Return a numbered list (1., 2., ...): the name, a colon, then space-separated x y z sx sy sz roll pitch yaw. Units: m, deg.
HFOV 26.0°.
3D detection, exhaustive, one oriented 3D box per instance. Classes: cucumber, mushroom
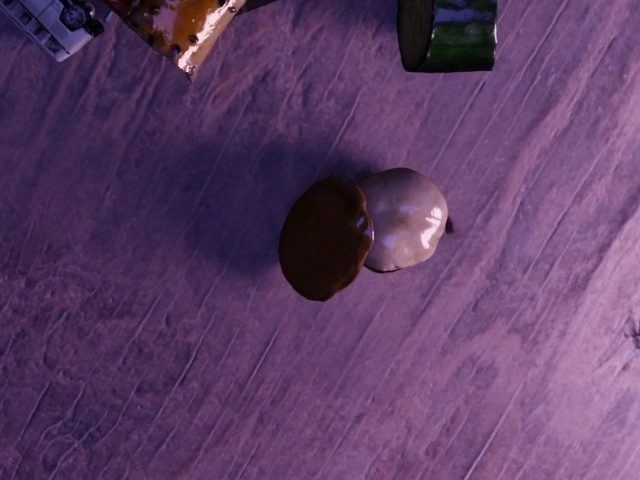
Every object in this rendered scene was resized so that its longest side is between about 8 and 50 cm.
1. cucumber: 0.174 -0.306 1.874 0.130 0.191 0.191 -4 104 -2
2. mushroom: 0.107 -0.027 1.970 0.154 0.122 0.154 -5 70 15

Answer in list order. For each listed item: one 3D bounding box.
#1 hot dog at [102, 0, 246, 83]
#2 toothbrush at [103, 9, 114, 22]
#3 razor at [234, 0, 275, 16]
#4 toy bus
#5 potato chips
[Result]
1. hot dog: -0.192 -0.464 1.793 0.367 0.196 0.365 40 93 0
2. toothbrush: -0.249 -0.368 1.918 0.014 0.011 0.167 36 99 -16
3. razor: -0.077 -0.370 1.903 0.148 0.054 0.090 -18 102 6
4. toy bus: -0.389 -0.331 1.883 0.089 0.087 0.194 -43 101 11
5. potato chips: 0.000 0.000 1.951 0.201 0.049 0.150 -40 75 39
